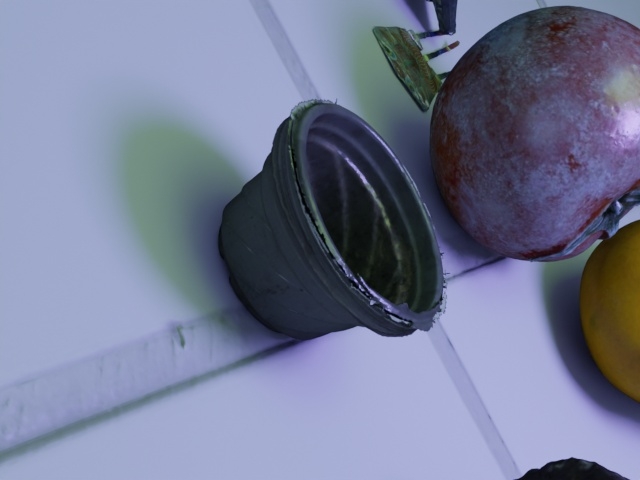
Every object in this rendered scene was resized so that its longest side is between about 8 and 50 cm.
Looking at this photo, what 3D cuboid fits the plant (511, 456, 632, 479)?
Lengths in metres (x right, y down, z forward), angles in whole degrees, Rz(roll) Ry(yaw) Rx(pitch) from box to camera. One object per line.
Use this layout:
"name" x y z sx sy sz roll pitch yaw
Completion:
"plant" 0.281 0.360 1.361 0.312 0.213 0.215 43 29 -24

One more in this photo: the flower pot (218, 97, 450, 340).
"flower pot" 0.000 0.000 1.337 0.235 0.141 0.235 38 36 -34

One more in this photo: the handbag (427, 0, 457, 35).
"handbag" 0.153 -0.424 2.033 0.175 0.089 0.270 84 -1 -48

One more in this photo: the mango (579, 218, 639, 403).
"mango" 0.491 0.108 1.953 0.446 0.232 0.300 -2 69 -51

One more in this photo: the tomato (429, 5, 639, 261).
"tomato" 0.283 -0.123 1.744 0.282 0.316 0.317 49 24 17

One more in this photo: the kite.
"kite" 0.143 -0.237 1.951 0.229 0.016 0.127 -23 86 -59
